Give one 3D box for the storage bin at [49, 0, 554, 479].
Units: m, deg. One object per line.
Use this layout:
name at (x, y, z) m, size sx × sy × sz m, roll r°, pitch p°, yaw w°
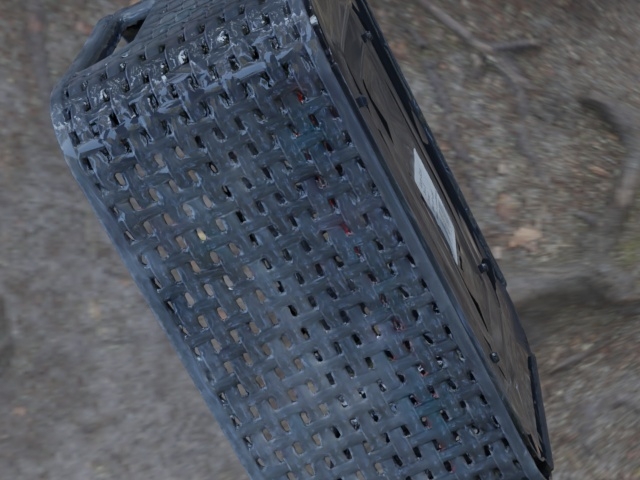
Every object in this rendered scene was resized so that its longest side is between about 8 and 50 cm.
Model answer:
storage bin at (0.000, 0.000, 0.537) m, size 0.084 × 0.122 × 0.180 m, roll -25°, pitch 109°, yaw 12°
